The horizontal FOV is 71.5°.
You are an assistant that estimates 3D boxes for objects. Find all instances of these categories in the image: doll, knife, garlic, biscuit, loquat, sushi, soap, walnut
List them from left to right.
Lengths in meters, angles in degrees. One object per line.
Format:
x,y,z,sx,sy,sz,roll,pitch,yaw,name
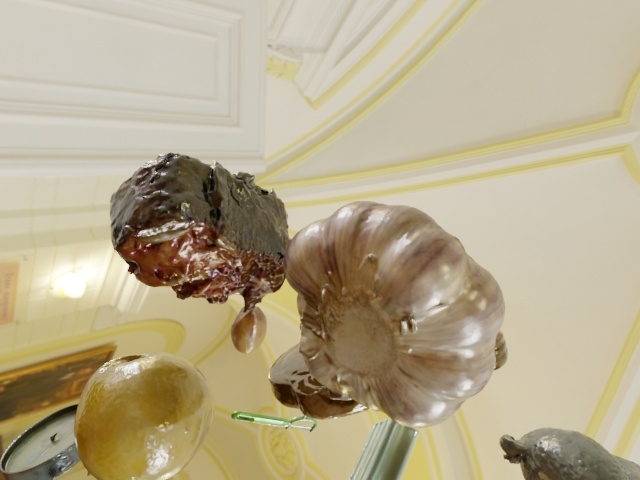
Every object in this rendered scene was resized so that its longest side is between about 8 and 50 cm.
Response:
-0.263,0.274,0.681,0.213,0.213,0.212,10,-76,45,loquat
-0.170,-0.011,0.704,0.196,0.343,0.181,-38,-118,19,sushi
-0.215,0.264,1.338,0.115,0.116,0.207,49,-35,29,walnut
-0.093,0.388,0.966,0.054,0.212,0.015,-54,-148,25,knife
0.106,0.446,0.848,0.067,0.198,0.119,32,-31,6,soap
0.108,0.190,0.749,0.382,0.359,0.074,-14,-86,14,biscuit
0.076,0.067,0.481,0.245,0.161,0.244,16,-59,28,garlic
0.463,0.424,0.715,0.158,0.341,0.246,-62,-157,-11,doll

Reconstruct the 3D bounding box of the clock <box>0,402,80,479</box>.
-0.765,0.579,1.276,0.281,0.281,0.055,2,-64,46,clock
